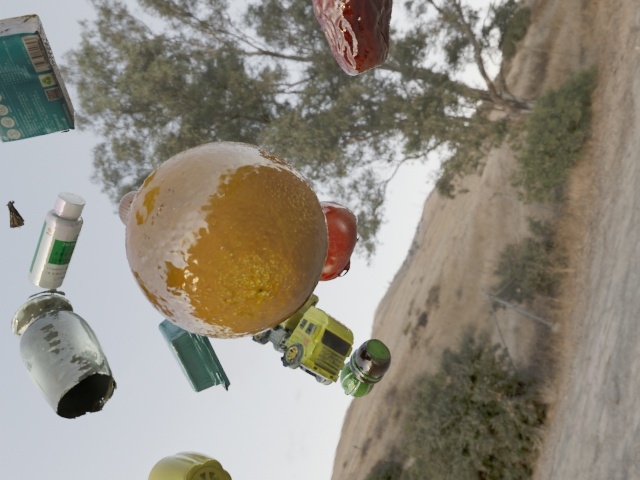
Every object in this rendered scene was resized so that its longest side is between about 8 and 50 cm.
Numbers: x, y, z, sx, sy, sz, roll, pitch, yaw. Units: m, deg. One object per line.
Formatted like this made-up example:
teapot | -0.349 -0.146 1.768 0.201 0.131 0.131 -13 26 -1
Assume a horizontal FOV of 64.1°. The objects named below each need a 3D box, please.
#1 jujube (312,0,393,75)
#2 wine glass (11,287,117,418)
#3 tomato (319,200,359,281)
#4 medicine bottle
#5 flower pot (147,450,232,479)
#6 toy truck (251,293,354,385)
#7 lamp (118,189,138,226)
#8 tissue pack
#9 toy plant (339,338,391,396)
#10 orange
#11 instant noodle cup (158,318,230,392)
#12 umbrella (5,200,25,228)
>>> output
jujube | 0.079 -0.504 1.127 0.190 0.189 0.256 -43 -59 -57
wine glass | -0.402 0.177 0.799 0.111 0.204 0.111 -31 -37 -27
tomato | 0.000 0.000 1.120 0.187 0.151 0.187 -172 90 -80
medicine bottle | -0.695 0.001 1.354 0.260 0.095 0.095 -64 -15 19
flower pot | -0.316 0.619 1.261 0.179 0.195 0.195 -33 19 47
toy truck | -0.044 0.187 1.103 0.124 0.272 0.157 37 -100 -35
lamp | -0.555 -0.091 1.579 0.136 0.136 0.137 17 -90 -72
tissue pack | -0.731 -0.389 1.238 0.192 0.134 0.271 -14 -41 -16
toy plant | 0.103 0.314 1.229 0.093 0.092 0.162 -44 -15 -56
orange | -0.123 -0.004 0.692 0.274 0.274 0.275 17 -90 -72
instant noodle cup | -0.263 0.223 1.035 0.070 0.157 0.179 -30 -68 -22
umbrella | -0.638 -0.052 1.064 0.031 0.020 0.083 -26 -24 -32
